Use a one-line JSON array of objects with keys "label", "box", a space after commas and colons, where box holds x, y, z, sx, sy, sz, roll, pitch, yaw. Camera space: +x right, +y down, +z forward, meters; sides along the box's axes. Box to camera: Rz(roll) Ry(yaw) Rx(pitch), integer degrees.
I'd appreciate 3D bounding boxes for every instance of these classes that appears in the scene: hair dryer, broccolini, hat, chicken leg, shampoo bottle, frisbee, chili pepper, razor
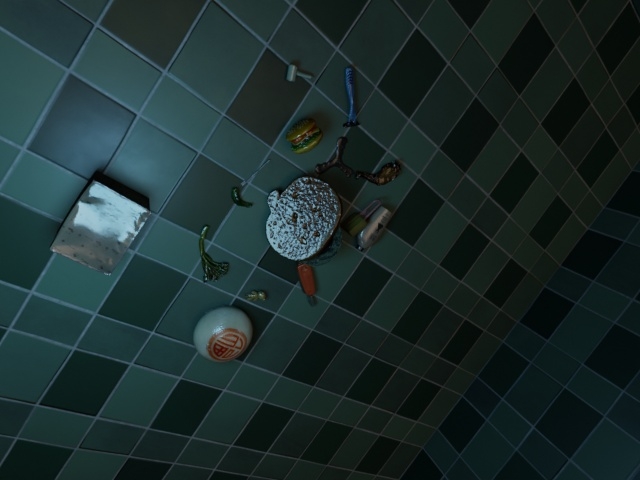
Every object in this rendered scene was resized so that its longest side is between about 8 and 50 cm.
[{"label": "hair dryer", "box": [-0.081, -0.687, 1.671, 0.124, 0.038, 0.063, 1, 112, -33]}, {"label": "broccolini", "box": [-0.476, 0.059, 1.795, 0.123, 0.062, 0.271, -13, 113, -31]}, {"label": "hat", "box": [0.000, 0.000, 1.931, 0.265, 0.266, 0.128, -64, 157, 10]}, {"label": "chicken leg", "box": [0.289, -0.323, 1.981, 0.253, 0.051, 0.105, -17, 111, -17]}, {"label": "shampoo bottle", "box": [0.266, -0.055, 2.066, 0.127, 0.078, 0.256, 28, 100, -35]}, {"label": "frisbee", "box": [0.094, -0.366, 1.895, 0.187, 0.012, 0.211, 33, 94, -32]}, {"label": "chili pepper", "box": [-0.354, -0.177, 1.757, 0.055, 0.035, 0.118, -34, 118, 11]}, {"label": "razor", "box": [0.137, -0.634, 1.785, 0.082, 0.042, 0.253, -13, 115, -18]}]

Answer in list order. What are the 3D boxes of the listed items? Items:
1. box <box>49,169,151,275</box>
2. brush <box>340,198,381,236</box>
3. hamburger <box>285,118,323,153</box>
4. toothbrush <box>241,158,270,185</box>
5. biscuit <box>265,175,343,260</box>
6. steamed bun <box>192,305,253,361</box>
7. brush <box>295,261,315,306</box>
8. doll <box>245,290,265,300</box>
[{"label": "box", "box": [-0.815, -0.068, 1.503, 0.225, 0.190, 0.297, 33, 94, -31]}, {"label": "brush", "box": [0.214, -0.123, 2.002, 0.233, 0.103, 0.047, -42, 124, -5]}, {"label": "hamburger", "box": [-0.069, -0.443, 1.705, 0.162, 0.162, 0.115, -39, 119, -5]}, {"label": "toothbrush", "box": [-0.284, -0.298, 1.751, 0.167, 0.011, 0.014, -43, 116, -2]}, {"label": "biscuit", "box": [-0.092, -0.108, 1.827, 0.350, 0.070, 0.394, 39, 98, -3]}, {"label": "steamed bun", "box": [-0.453, 0.456, 1.895, 0.283, 0.177, 0.282, -10, 115, -21]}, {"label": "brush", "box": [-0.069, 0.205, 2.038, 0.070, 0.051, 0.323, -23, 119, -17]}, {"label": "doll", "box": [-0.316, 0.272, 1.954, 0.093, 0.051, 0.061, -19, 124, -15]}]
